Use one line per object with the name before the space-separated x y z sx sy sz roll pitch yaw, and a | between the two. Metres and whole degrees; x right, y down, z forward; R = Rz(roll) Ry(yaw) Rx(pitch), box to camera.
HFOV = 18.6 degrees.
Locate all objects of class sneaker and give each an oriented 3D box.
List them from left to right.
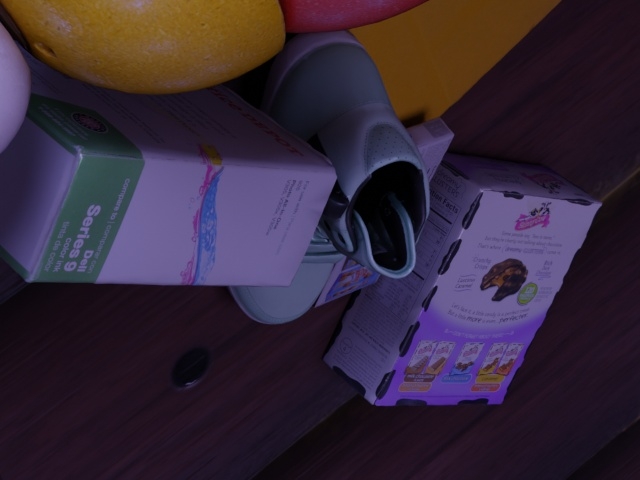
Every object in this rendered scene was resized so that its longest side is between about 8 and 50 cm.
sneaker | 0.000 0.000 1.317 0.094 0.151 0.256 -9 138 -23

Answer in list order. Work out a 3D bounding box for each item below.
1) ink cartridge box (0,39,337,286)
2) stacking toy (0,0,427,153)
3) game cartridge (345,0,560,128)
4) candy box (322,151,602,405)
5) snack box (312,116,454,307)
ink cartridge box | -0.120 -0.046 1.177 0.212 0.154 0.093 0 119 -47
stacking toy | -0.073 -0.195 0.984 0.480 0.350 0.350 -36 141 -8
game cartridge | 0.114 -0.258 1.343 0.324 0.053 0.285 -45 142 -14
candy box | 0.114 0.032 1.555 0.165 0.070 0.196 6 116 -48
snack box | 0.040 -0.018 1.428 0.064 0.022 0.178 -22 153 -34
